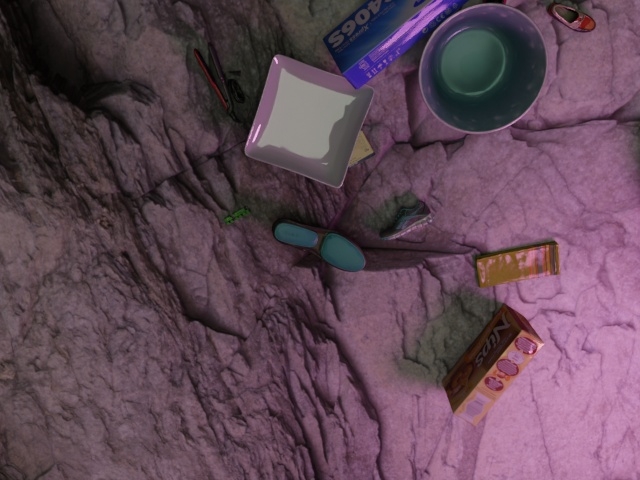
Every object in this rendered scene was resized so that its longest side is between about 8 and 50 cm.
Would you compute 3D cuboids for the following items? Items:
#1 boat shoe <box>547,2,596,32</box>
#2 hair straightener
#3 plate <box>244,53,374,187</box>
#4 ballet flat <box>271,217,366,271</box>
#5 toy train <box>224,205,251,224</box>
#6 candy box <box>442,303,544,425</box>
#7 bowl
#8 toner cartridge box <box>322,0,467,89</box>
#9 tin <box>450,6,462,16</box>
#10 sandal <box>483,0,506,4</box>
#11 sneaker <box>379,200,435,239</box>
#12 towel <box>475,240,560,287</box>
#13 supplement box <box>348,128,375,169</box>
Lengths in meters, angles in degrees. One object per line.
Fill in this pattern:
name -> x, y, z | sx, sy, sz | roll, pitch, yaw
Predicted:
boat shoe -> 0.648, -0.571, 1.649 | 0.137, 0.043, 0.049 | 22, 104, -8
hair straightener -> -0.243, -0.414, 1.695 | 0.089, 0.047, 0.230 | -24, 106, 7
plate -> -0.030, -0.310, 1.685 | 0.278, 0.045, 0.277 | 19, 103, 2
ballet flat -> 0.000, 0.000, 1.800 | 0.280, 0.096, 0.095 | 25, 102, -6
toy train -> -0.236, -0.071, 1.820 | 0.083, 0.017, 0.023 | -29, 95, 9
candy box -> 0.492, 0.358, 1.868 | 0.087, 0.183, 0.316 | 33, 105, -10
bowl -> 0.395, -0.439, 1.618 | 0.312, 0.163, 0.311 | 1, 114, 2
toner cartridge box -> 0.179, -0.541, 1.572 | 0.348, 0.165, 0.075 | -37, 140, 17
tin -> 0.332, -0.653, 1.628 | 0.106, 0.040, 0.189 | 21, 106, -11
sandal -> 0.442, -0.604, 1.639 | 0.067, 0.040, 0.179 | 12, 107, -2
sneaker -> 0.235, -0.058, 1.810 | 0.166, 0.065, 0.076 | -26, 89, 5
towel -> 0.573, 0.073, 1.863 | 0.237, 0.021, 0.102 | -11, 106, 4
supplement box -> 0.092, -0.252, 1.742 | 0.083, 0.056, 0.083 | -29, 104, 9
